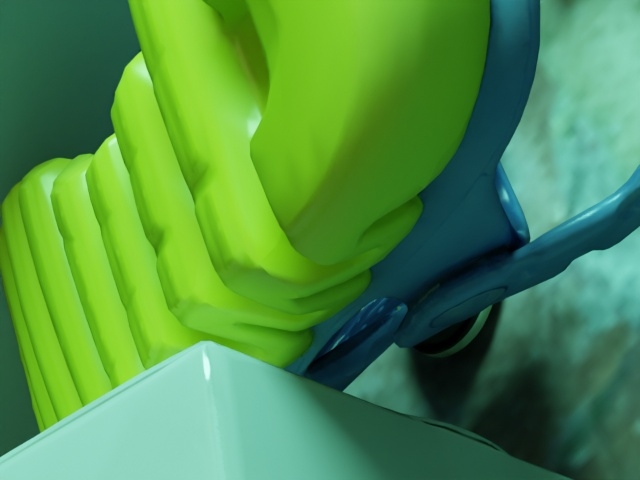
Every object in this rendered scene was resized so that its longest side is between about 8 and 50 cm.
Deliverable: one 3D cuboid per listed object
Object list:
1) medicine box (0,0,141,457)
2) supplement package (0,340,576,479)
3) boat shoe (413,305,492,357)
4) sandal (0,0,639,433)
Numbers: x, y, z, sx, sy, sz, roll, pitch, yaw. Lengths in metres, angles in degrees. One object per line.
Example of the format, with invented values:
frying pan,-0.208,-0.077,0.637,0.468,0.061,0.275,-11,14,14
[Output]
medicine box,-0.174,-0.037,0.706,0.263,0.149,0.289,-58,41,9
supplement package,-0.009,0.203,0.398,0.175,0.177,0.293,-31,52,33
boat shoe,0.032,-0.029,0.568,0.049,0.042,0.133,-14,64,39
sandal,0.000,0.000,0.484,0.317,0.138,0.126,-44,61,58
